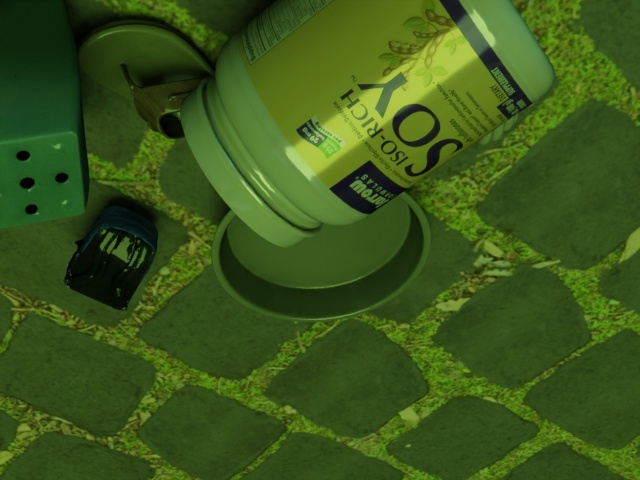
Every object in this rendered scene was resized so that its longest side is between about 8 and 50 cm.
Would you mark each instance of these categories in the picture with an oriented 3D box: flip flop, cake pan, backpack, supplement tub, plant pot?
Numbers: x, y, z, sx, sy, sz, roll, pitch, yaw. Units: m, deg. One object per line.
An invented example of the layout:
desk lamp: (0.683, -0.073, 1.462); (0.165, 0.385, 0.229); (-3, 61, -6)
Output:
flip flop: (-0.161, -0.156, 1.036); (0.112, 0.080, 0.277); (-35, 124, 26)
cake pan: (0.000, 0.000, 1.176); (0.293, 0.054, 0.293); (-4, 137, -4)
backpack: (-0.275, 0.012, 1.165); (0.097, 0.101, 0.120); (24, 122, -23)
supplement tub: (0.044, -0.165, 0.912); (0.331, 0.241, 0.241); (-35, 124, 18)
plant pot: (-0.328, -0.127, 0.926); (0.165, 0.234, 0.166); (-11, 135, -20)

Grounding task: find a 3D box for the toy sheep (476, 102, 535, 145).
toy sheep: (0.192, -0.155, 1.051); (0.132, 0.091, 0.091); (-16, 131, -7)
